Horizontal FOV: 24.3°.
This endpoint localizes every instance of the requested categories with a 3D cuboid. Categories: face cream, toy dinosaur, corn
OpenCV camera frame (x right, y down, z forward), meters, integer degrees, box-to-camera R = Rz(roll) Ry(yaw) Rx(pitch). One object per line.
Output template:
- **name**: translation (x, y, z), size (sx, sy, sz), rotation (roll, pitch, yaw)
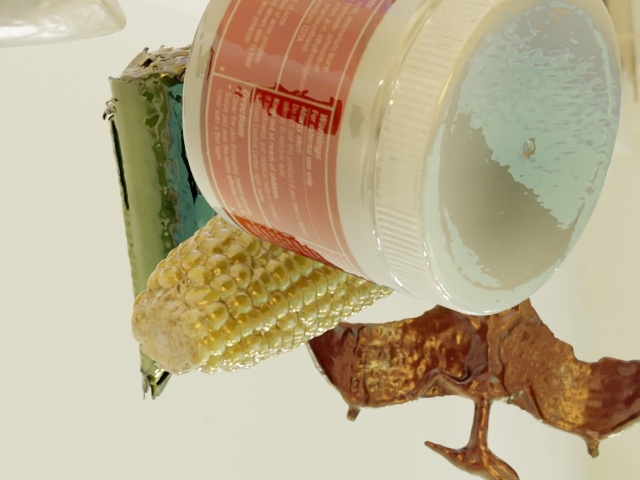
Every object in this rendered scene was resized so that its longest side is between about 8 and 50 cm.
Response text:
- **face cream**: translation (0.047, -0.076, 0.875), size (0.201, 0.187, 0.201), rotation (-25, -56, -43)
- **toy dinosaur**: translation (0.138, 0.099, 1.266), size (0.206, 0.327, 0.113), rotation (-57, 2, -13)
- **corn**: translation (0.000, 0.000, 1.121), size (0.347, 0.130, 0.130), rotation (-31, -60, -40)

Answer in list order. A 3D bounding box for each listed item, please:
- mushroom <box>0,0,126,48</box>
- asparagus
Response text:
- **mushroom**: translation (-0.380, -0.186, 1.257), size (0.126, 0.397, 0.177), rotation (-99, -12, -64)
- **asparagus**: translation (-0.143, -0.011, 1.513), size (0.108, 0.128, 0.382), rotation (-130, 33, -63)
